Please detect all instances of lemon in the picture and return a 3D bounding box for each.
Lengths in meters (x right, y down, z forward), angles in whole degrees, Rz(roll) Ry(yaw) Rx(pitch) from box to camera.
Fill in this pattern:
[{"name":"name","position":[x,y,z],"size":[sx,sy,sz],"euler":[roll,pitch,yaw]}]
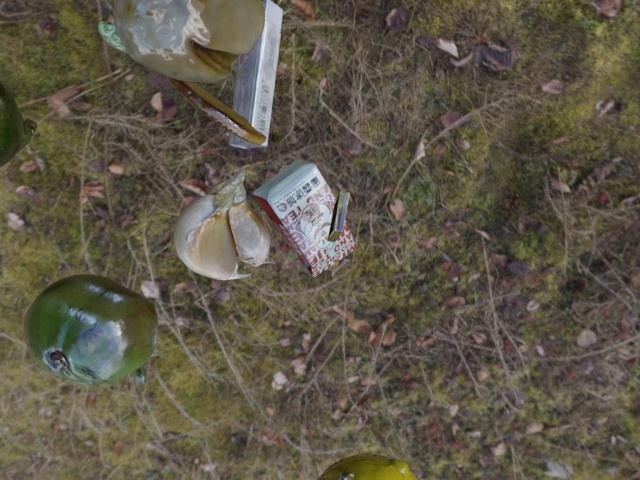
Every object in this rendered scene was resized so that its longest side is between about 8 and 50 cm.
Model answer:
[{"name":"lemon","position":[0.061,0.367,0.639],"size":[0.173,0.173,0.207],"euler":[4,115,2]}]

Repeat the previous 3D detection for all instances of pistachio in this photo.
[{"name":"pistachio","position":[-0.190,-0.326,0.737],"size":[0.166,0.288,0.197],"euler":[-37,97,19]}]

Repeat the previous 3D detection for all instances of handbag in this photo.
[{"name":"handbag","position":[-0.024,-0.052,1.368],"size":[0.171,0.151,0.298],"euler":[-39,112,-11]}]

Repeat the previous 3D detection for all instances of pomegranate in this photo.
[{"name":"pomegranate","position":[-0.281,0.123,0.667],"size":[0.151,0.131,0.191],"euler":[22,161,10]}]

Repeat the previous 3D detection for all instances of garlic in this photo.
[{"name":"garlic","position":[-0.277,-0.029,1.505],"size":[0.249,0.286,0.313],"euler":[1,138,10]}]

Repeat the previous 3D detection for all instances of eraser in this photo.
[{"name":"eraser","position":[-0.193,-0.476,1.514],"size":[0.082,0.213,0.397],"euler":[6,94,-31]}]

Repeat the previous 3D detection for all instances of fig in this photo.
[{"name":"fig","position":[-0.550,-0.181,0.809],"size":[0.195,0.245,0.196],"euler":[-2,86,24]}]

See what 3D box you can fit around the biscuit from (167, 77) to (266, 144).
[{"name":"biscuit","position":[-0.224,-0.278,1.062],"size":[0.228,0.176,0.031],"euler":[41,102,16]}]

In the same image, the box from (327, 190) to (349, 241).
[{"name":"box","position":[0.039,-0.051,1.155],"size":[0.023,0.133,0.090],"euler":[10,79,-3]}]

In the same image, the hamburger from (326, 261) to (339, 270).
[{"name":"hamburger","position":[0.000,0.000,1.776],"size":[0.122,0.215,0.190],"euler":[-2,136,-16]}]

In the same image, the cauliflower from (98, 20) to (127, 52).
[{"name":"cauliflower","position":[-0.328,-0.508,1.038],"size":[0.275,0.272,0.250],"euler":[-7,113,30]}]
